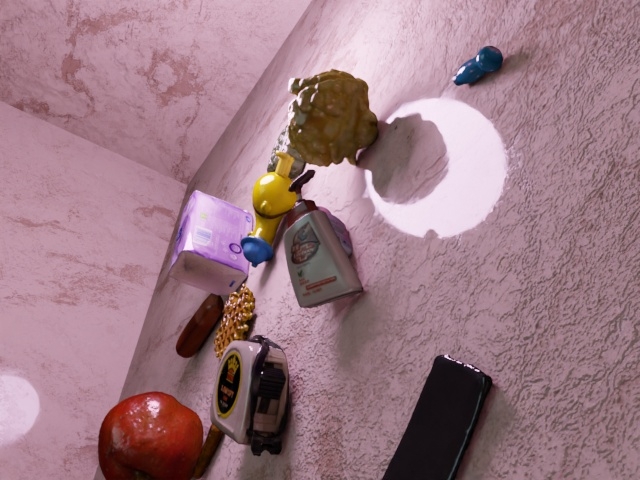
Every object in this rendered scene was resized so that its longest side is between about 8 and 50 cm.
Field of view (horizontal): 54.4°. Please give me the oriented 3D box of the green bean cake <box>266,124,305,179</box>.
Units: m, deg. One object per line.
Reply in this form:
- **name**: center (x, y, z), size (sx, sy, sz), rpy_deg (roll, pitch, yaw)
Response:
- **green bean cake**: center (-0.101, -0.295, 2.055), size (0.185, 0.094, 0.183), rpy_deg (-13, 56, 70)

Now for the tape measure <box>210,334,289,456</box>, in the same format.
- **tape measure**: center (-0.142, 0.336, 1.414), size (0.271, 0.133, 0.231), rpy_deg (-2, 73, 65)

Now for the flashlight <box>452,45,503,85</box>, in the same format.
- **flashlight**: center (0.296, -0.328, 1.188), size (0.129, 0.051, 0.051), rpy_deg (-23, 46, 65)

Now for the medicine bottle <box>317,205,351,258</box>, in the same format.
- **medicine bottle**: center (0.000, 0.000, 1.473), size (0.119, 0.094, 0.188), rpy_deg (-53, 24, 25)

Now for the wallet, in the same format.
- **wallet**: center (0.150, 0.303, 0.879), size (0.285, 0.030, 0.146), rpy_deg (-66, 18, -5)

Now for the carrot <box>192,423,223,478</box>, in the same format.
- **carrot**: center (-0.300, 0.557, 1.667), size (0.170, 0.042, 0.042), rpy_deg (-66, 21, 5)

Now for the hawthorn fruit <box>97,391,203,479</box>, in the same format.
- **hawthorn fruit**: center (-0.469, 0.576, 1.695), size (0.287, 0.287, 0.330), rpy_deg (-60, 15, 14)

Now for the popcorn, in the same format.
- **popcorn**: center (0.022, -0.308, 1.549), size (0.195, 0.255, 0.256), rpy_deg (-6, 55, 65)

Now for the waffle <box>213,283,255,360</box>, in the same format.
- **waffle**: center (-0.262, 0.251, 1.892), size (0.228, 0.051, 0.231), rpy_deg (-62, 22, 9)

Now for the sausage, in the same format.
- **sausage**: center (-0.418, 0.298, 2.175), size (0.300, 0.083, 0.089), rpy_deg (-52, 18, 25)

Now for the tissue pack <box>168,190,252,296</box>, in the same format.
- **tissue pack**: center (-0.374, 0.008, 2.160), size (0.160, 0.242, 0.338), rpy_deg (-52, 24, 33)

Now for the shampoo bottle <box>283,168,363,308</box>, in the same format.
- **shampoo bottle**: center (-0.015, -0.005, 1.330), size (0.153, 0.071, 0.284), rpy_deg (-24, 76, 32)

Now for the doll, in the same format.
- **doll**: center (-0.150, -0.089, 1.906), size (0.199, 0.145, 0.363), rpy_deg (-3, -70, -78)
